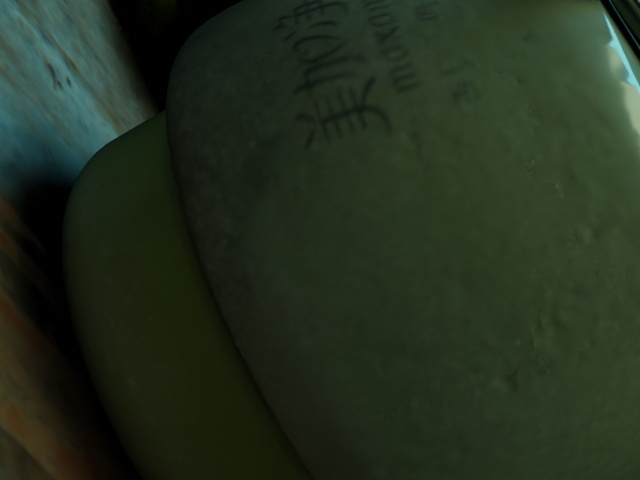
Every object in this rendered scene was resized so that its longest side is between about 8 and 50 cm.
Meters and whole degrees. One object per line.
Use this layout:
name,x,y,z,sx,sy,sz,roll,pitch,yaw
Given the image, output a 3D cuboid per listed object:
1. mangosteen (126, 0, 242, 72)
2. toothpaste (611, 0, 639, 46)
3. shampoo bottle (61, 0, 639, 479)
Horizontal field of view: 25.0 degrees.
mangosteen,-0.034,-0.165,1.039,0.216,0.216,0.216,59,13,-23
toothpaste,0.155,-0.089,0.654,0.140,0.021,0.037,48,25,-24
shampoo bottle,0.056,0.011,0.743,0.322,0.317,0.322,60,13,-23
